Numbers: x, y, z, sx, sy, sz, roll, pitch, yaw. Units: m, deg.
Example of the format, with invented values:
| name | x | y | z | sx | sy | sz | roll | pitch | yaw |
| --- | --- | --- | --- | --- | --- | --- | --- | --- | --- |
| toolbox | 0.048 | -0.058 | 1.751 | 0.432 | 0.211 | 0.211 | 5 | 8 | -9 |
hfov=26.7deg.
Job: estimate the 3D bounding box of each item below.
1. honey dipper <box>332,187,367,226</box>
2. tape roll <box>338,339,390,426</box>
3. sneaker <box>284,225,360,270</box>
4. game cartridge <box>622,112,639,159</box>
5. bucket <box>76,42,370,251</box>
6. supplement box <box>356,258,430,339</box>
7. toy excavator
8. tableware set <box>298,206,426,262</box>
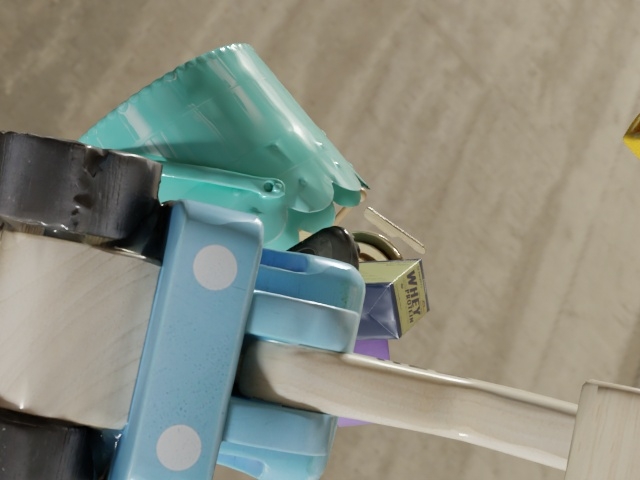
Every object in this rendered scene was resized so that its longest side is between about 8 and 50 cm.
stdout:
| name | x | y | z | sx | sy | sz | roll | pitch | yaw |
| --- | --- | --- | --- | --- | --- | --- | --- | --- | --- |
| honey dipper | 0.000 | 0.000 | 1.609 | 0.161 | 0.030 | 0.030 | -47 | -153 | 1 |
| tape roll | 0.053 | 0.151 | 1.803 | 0.080 | 0.189 | 0.189 | -6 | -146 | 1 |
| sneaker | -0.061 | 0.069 | 1.234 | 0.234 | 0.106 | 0.078 | -43 | -122 | 30 |
| game cartridge | 0.492 | -0.008 | 1.346 | 0.053 | 0.323 | 0.285 | -55 | -152 | -11 |
| bucket | -0.113 | -0.045 | 1.292 | 0.281 | 0.183 | 0.281 | -35 | 175 | -3 |
| supplement box | 0.051 | 0.057 | 1.318 | 0.083 | 0.056 | 0.083 | -3 | -165 | 27 |
| toy excavator | -0.009 | 0.083 | 0.872 | 0.433 | 0.445 | 0.222 | 180 | -79 | -72 |
| tableware set | 0.005 | 0.002 | 1.472 | 0.039 | 0.194 | 0.128 | -52 | 177 | -45 |
